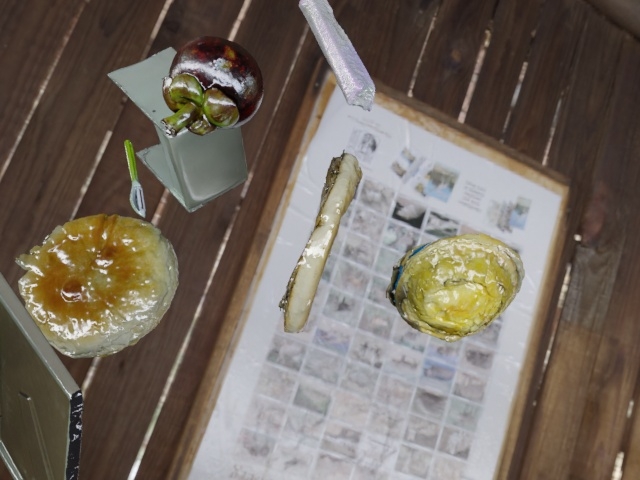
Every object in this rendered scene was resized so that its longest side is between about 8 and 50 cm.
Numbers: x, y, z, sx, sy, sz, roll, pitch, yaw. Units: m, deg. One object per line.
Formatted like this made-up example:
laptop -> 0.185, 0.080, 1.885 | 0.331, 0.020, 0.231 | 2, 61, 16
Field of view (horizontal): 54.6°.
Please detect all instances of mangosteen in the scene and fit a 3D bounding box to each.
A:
mangosteen -> -0.178, -0.253, 1.053 | 0.173, 0.183, 0.172 | -6, 144, -4

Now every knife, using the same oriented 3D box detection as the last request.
knife -> -0.363, -0.120, 1.204 | 0.026, 0.184, 0.022 | -15, 155, -5

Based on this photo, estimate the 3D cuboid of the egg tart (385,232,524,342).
egg tart -> 0.278, 0.108, 1.277 | 0.291, 0.290, 0.107 | 23, -148, -16

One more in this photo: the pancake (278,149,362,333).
pancake -> -0.002, 0.000, 1.248 | 0.071, 0.382, 0.382 | 21, 169, -2

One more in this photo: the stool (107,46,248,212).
stool -> -0.315, -0.249, 1.402 | 0.270, 0.170, 0.243 | 43, 154, 31

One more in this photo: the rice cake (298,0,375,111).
rice cake -> 0.036, -0.492, 1.559 | 0.064, 0.398, 0.070 | -9, 152, -29

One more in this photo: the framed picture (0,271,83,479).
framed picture -> -0.306, 0.190, 0.653 | 0.018, 0.265, 0.192 | -17, -134, -42

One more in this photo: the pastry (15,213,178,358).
pastry -> -0.446, 0.092, 1.261 | 0.330, 0.329, 0.136 | 16, 158, 16
